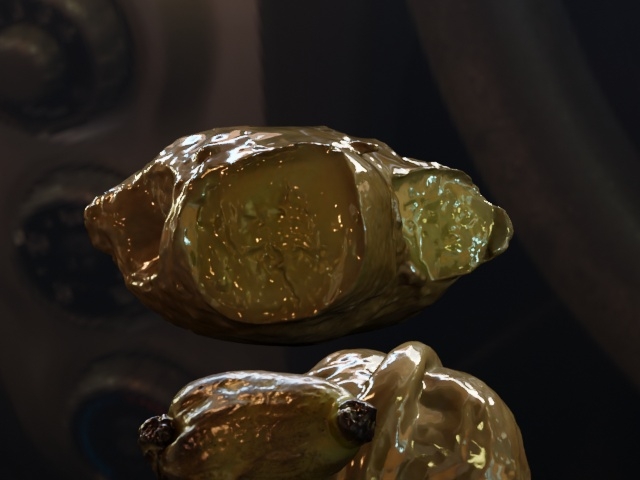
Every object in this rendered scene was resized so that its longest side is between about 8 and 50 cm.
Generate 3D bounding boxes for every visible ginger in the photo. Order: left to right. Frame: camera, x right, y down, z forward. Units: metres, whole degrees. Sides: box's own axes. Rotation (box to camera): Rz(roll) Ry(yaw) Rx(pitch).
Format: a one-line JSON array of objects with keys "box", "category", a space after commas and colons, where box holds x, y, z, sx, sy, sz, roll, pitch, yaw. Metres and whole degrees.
[{"box": [0.000, 0.000, 1.106, 0.219, 0.123, 0.270, -5, -7, 28], "category": "ginger"}]

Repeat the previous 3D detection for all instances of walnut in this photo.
[{"box": [0.071, 0.241, 2.013, 0.296, 0.285, 0.285, 11, 43, 22], "category": "walnut"}]

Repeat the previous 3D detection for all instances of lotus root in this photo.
[{"box": [-0.034, 0.144, 1.411, 0.191, 0.094, 0.108, -11, 72, 25], "category": "lotus root"}]
